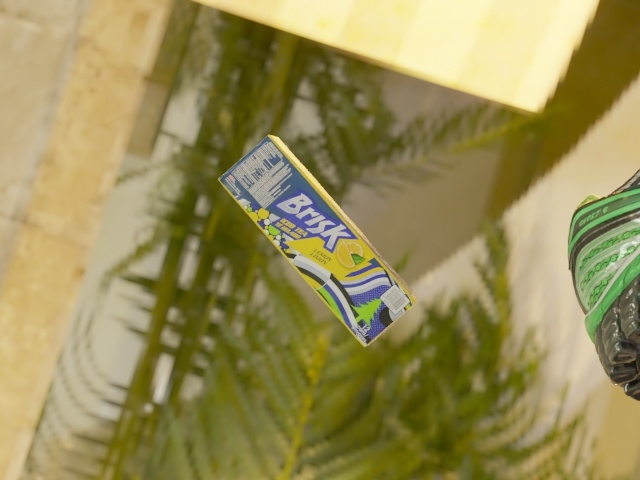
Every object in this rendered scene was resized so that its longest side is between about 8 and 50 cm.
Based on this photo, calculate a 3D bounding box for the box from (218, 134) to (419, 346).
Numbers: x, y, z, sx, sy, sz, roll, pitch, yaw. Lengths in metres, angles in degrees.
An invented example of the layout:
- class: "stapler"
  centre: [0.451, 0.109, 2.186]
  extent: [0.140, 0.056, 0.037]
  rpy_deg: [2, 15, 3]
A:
- class: "box"
  centre: [0.000, 0.000, 1.421]
  extent: [0.169, 0.054, 0.059]
  rpy_deg: [49, -175, 3]

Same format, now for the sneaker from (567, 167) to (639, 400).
- class: "sneaker"
  centre: [0.276, -0.064, 1.072]
  extent: [0.134, 0.343, 0.146]
  rpy_deg: [37, -158, -45]
